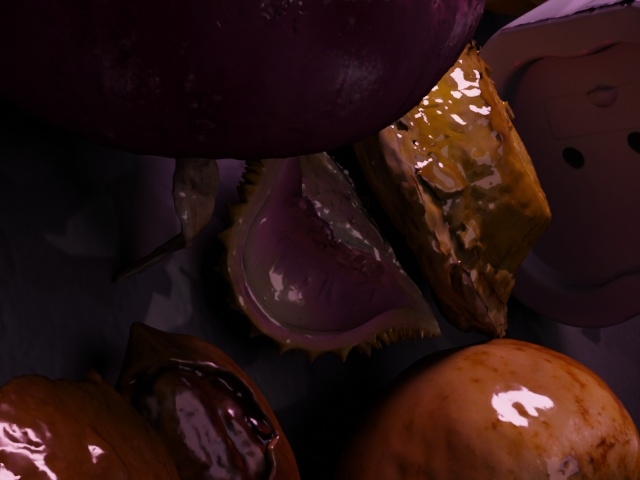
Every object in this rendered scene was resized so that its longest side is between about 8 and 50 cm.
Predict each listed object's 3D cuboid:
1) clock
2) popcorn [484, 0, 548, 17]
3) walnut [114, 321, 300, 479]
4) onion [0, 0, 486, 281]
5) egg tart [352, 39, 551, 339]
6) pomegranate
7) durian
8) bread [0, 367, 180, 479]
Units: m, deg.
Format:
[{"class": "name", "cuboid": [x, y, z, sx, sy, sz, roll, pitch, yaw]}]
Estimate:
[{"class": "clock", "cuboid": [0.274, -0.060, 1.376, 0.102, 0.338, 0.339, -31, 102, -43]}, {"class": "popcorn", "cuboid": [0.195, -0.350, 1.467, 0.252, 0.215, 0.286, 60, 35, -50]}, {"class": "walnut", "cuboid": [-0.079, 0.145, 1.112, 0.116, 0.115, 0.207, -37, 107, -45]}, {"class": "onion", "cuboid": [-0.056, -0.167, 1.047, 0.358, 0.358, 0.345, -51, 124, -41]}, {"class": "egg tart", "cuboid": [0.105, -0.064, 1.281, 0.295, 0.116, 0.295, -23, 90, -81]}, {"class": "pomegranate", "cuboid": [0.128, 0.193, 1.218, 0.248, 0.248, 0.248, 15, 69, -44]}, {"class": "durian", "cuboid": [0.002, 0.000, 1.222, 0.182, 0.132, 0.165, 30, 47, -25]}, {"class": "bread", "cuboid": [-0.165, 0.230, 0.899, 0.312, 0.172, 0.312, -10, 90, -74]}]
